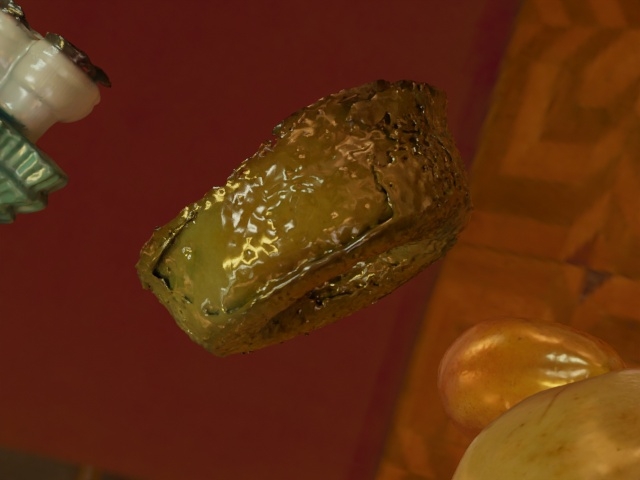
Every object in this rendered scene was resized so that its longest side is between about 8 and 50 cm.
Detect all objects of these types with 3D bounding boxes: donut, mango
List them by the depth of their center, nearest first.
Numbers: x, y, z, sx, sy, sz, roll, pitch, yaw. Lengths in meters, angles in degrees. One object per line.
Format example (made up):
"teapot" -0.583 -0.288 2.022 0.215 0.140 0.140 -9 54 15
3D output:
"donut" 0.000 0.000 1.342 0.272 0.272 0.107 -42 69 33
"mango" 0.207 0.139 1.738 0.126 0.154 0.252 -56 17 -20

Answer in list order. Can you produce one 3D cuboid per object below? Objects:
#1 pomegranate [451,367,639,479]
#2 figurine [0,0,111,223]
"pomegranate" 0.240 0.242 1.227 0.338 0.338 0.338 -26 55 43
"figurine" -0.205 -0.005 0.896 0.138 0.110 0.245 37 84 16
